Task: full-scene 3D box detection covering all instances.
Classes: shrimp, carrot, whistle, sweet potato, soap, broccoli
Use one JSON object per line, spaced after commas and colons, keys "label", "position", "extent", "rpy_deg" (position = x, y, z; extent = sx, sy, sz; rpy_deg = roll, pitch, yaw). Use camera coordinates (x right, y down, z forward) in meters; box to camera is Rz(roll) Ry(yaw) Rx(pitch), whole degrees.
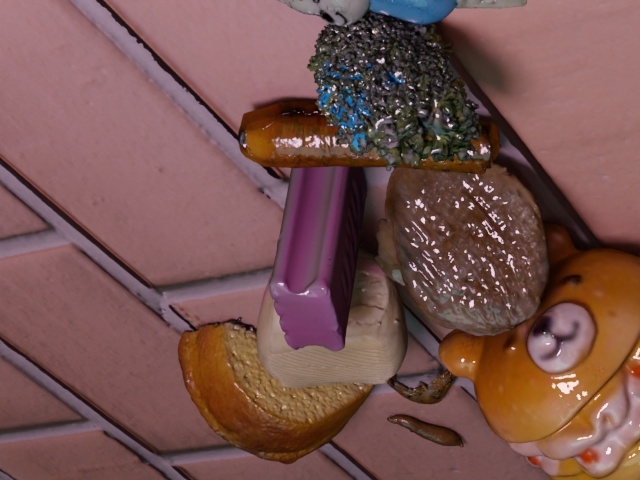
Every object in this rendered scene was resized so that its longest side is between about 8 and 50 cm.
{"label": "shrimp", "position": [0.126, 0.180, 2.357], "extent": [0.083, 0.023, 0.114], "rpy_deg": [21, 152, -13]}
{"label": "carrot", "position": [0.049, -0.100, 1.862], "extent": [0.260, 0.070, 0.070], "rpy_deg": [5, 149, 9]}
{"label": "whistle", "position": [0.066, -0.224, 1.647], "extent": [0.236, 0.077, 0.114], "rpy_deg": [5, 159, 3]}
{"label": "sweet potato", "position": [0.143, 0.253, 2.473], "extent": [0.115, 0.026, 0.026], "rpy_deg": [23, 147, -16]}
{"label": "soap", "position": [0.000, 0.000, 1.914], "extent": [0.065, 0.203, 0.122], "rpy_deg": [1, 146, 12]}
{"label": "broccoli", "position": [0.070, -0.136, 1.740], "extent": [0.167, 0.154, 0.160], "rpy_deg": [3, 170, 9]}

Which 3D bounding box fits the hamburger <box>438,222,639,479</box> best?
{"label": "hamburger", "position": [0.281, 0.121, 2.003], "extent": [0.237, 0.276, 0.276], "rpy_deg": [39, 141, -16]}

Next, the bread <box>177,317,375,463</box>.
{"label": "bread", "position": [-0.062, 0.204, 2.343], "extent": [0.260, 0.134, 0.129], "rpy_deg": [21, 147, -19]}

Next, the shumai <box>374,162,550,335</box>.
{"label": "shumai", "position": [0.144, -0.001, 1.941], "extent": [0.209, 0.161, 0.153], "rpy_deg": [54, 172, -1]}

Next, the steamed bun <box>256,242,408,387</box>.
{"label": "steamed bun", "position": [0.014, 0.077, 2.106], "extent": [0.170, 0.152, 0.238], "rpy_deg": [0, 164, 3]}
